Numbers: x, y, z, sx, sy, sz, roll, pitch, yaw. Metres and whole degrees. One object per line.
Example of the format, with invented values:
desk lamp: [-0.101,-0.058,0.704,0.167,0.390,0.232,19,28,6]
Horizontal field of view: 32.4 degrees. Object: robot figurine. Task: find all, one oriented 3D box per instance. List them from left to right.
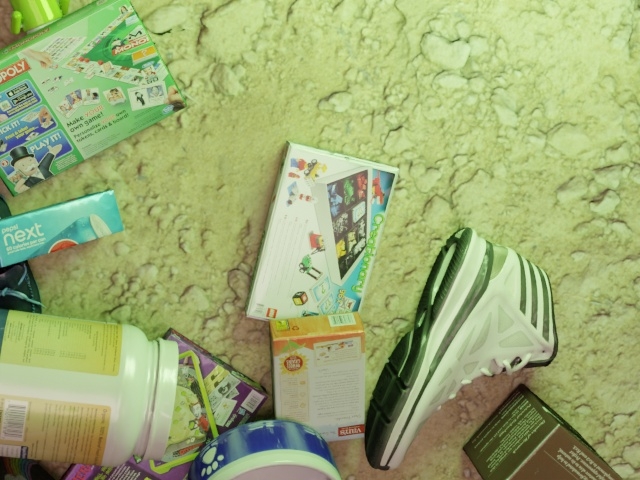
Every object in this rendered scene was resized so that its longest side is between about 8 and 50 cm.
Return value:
robot figurine: [-0.440,-0.355,1.715,0.101,0.067,0.115,-31,107,-33]

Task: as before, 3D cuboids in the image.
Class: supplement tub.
supplement tub: [-0.395,0.235,1.734,0.316,0.228,0.228,9,101,-13]

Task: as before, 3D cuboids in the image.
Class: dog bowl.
dog bowl: [-0.094,0.435,1.882,0.265,0.104,0.264,-8,126,-11]

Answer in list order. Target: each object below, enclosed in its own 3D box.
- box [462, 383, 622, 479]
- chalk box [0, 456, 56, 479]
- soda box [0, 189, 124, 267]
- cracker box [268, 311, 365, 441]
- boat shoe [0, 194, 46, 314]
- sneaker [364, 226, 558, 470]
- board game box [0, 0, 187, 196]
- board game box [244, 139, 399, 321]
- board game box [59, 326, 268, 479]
box: [0.384,0.391,1.937,0.168,0.203,0.167,41,94,-15]
chalk box: [-0.600,0.392,1.796,0.289,0.180,0.179,43,94,-2]
soda box: [-0.425,-0.020,1.747,0.210,0.067,0.071,-19,99,-31]
cracker box: [-0.005,0.239,1.885,0.156,0.067,0.232,-5,120,-7]
boat shoe: [-0.526,0.051,1.785,0.109,0.089,0.258,-20,105,-3]
sneaker: [0.263,0.226,1.898,0.258,0.169,0.447,24,96,-11]
board game box: [-0.397,-0.229,1.727,0.317,0.046,0.213,-27,124,-1]
board game box: [0.000,0.000,1.867,0.193,0.053,0.305,13,101,-12]
board game box: [-0.275,0.346,1.914,0.208,0.056,0.347,35,96,-18]
